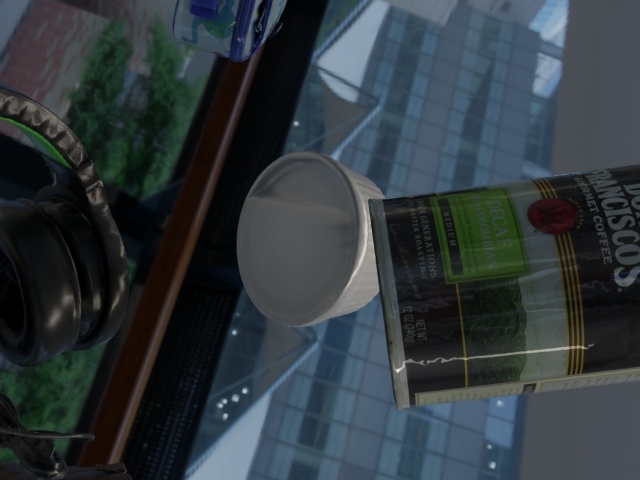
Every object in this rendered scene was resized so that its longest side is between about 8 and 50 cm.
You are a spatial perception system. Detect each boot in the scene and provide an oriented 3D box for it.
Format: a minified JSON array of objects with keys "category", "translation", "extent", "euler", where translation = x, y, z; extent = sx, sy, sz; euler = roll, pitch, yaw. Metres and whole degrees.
[{"category":"boot","translation":[-0.388,0.356,1.189],"extent":[0.248,0.206,0.090],"euler":[14,-71,63]}]

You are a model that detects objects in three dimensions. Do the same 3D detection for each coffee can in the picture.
[{"category":"coffee can","translation":[0.192,0.042,0.768],"extent":[0.201,0.275,0.202],"euler":[-8,90,-87]}]

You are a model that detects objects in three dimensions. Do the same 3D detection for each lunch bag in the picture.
[{"category":"lunch bag","translation":[-0.069,-0.287,0.780],"extent":[0.176,0.090,0.219],"euler":[-69,177,-63]}]

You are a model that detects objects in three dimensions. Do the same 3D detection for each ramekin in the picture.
[{"category":"ramekin","translation":[0.000,0.000,1.314],"extent":[0.272,0.127,0.273],"euler":[-4,-96,44]}]

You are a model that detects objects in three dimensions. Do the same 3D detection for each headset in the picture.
[{"category":"headset","translation":[-0.272,0.051,0.616],"extent":[0.243,0.185,0.394],"euler":[-38,139,-29]}]
